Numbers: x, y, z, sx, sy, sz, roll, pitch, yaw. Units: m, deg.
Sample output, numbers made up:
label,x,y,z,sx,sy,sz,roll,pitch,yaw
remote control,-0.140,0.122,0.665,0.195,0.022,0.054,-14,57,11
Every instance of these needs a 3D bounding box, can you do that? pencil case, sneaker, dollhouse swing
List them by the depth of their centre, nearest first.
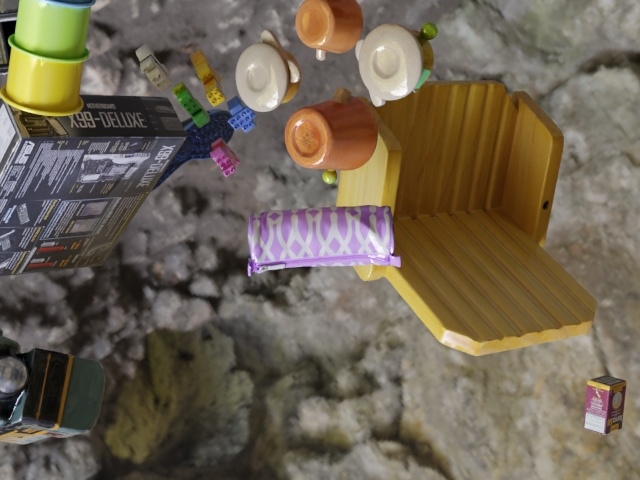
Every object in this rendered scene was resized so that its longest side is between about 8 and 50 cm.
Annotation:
label,x,y,z,sx,sy,sz,roll,pitch,yaw
pencil case,0.000,0.000,1.309,0.206,0.088,0.086,-6,134,3
dollhouse swing,0.248,-0.048,1.464,0.346,0.315,0.305,-6,-156,-30
sneaker,-0.248,-0.161,1.632,0.232,0.090,0.081,-36,134,-34

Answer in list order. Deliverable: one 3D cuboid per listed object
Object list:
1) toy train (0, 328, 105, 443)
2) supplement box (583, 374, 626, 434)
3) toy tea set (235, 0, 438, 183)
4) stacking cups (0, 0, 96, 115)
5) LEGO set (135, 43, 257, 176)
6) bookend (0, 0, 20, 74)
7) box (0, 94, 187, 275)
label,x,y,z,sx,sy,sz,roll,pitch,yaw
toy train,-0.433,0.220,1.369,0.190,0.142,0.334,18,155,-27
supplement box,0.465,0.268,1.611,0.055,0.083,0.043,-7,-167,-43
toy tea set,0.054,-0.224,1.191,0.336,0.200,0.124,-38,165,37
stacking cups,-0.288,-0.297,1.069,0.096,0.096,0.316,-24,136,-51
LEGO set,-0.157,-0.189,1.394,0.087,0.227,0.093,-34,-149,9
bookend,-0.419,-0.300,1.300,0.156,0.157,0.072,-2,-163,14
box,-0.355,-0.069,1.333,0.242,0.077,0.307,-7,148,-42
